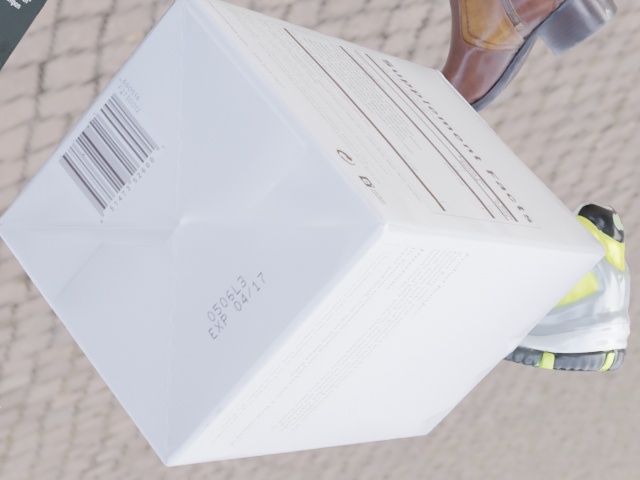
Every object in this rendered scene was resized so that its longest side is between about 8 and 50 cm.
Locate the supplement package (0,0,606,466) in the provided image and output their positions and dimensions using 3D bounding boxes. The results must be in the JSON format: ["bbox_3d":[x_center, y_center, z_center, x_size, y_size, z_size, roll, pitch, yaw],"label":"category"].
[{"bbox_3d":[0.000,0.000,0.937,0.177,0.175,0.293,-48,156,19],"label":"supplement package"}]

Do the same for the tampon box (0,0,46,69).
[{"bbox_3d":[-0.177,-0.154,0.712,0.161,0.101,0.120,-57,149,-4],"label":"tampon box"}]

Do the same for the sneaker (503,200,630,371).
[{"bbox_3d":[0.102,0.012,1.447,0.385,0.147,0.145,12,-177,30],"label":"sneaker"}]

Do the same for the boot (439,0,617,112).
[{"bbox_3d":[0.122,-0.276,1.676,0.264,0.280,0.096,-32,-167,40],"label":"boot"}]
